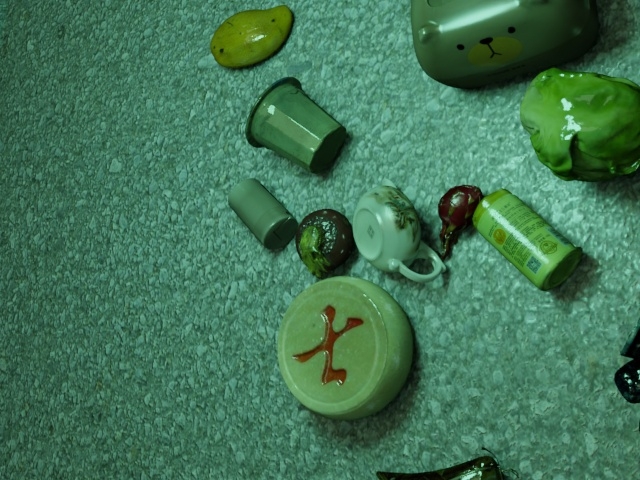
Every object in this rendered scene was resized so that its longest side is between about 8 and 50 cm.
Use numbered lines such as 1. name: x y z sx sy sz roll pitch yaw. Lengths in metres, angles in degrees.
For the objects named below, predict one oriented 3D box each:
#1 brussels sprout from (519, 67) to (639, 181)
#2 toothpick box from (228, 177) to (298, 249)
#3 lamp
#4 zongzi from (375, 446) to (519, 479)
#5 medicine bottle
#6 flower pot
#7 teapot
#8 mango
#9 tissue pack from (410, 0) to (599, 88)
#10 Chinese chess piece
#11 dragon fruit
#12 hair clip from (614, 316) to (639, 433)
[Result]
1. brussels sprout: 0.537 -0.223 1.622 0.294 0.259 0.227 29 98 32
2. toothpick box: -0.153 -0.070 2.154 0.180 0.111 0.111 46 107 32
3. lamp: 0.004 -0.003 2.018 0.156 0.135 0.157 -42 59 20
4. zongzi: 0.258 0.507 1.772 0.247 0.111 0.241 -52 51 9
5. medicine bottle: 0.431 -0.008 1.742 0.124 0.124 0.239 -52 57 15
6. flower pot: -0.050 -0.279 2.092 0.203 0.212 0.212 37 103 18
7. teapot: 0.169 -0.019 1.907 0.298 0.139 0.204 64 148 25
8. mango: -0.198 -0.573 2.281 0.262 0.109 0.157 -24 65 27
9. tissue pack: 0.385 -0.499 1.773 0.387 0.277 0.267 -10 73 31
10. Chinese chess piece: 0.058 0.253 1.930 0.338 0.141 0.337 -7 77 34
11. dragon fruit: 0.299 -0.048 1.861 0.094 0.094 0.190 42 116 32
12. hair clip: 0.664 0.222 1.503 0.206 0.194 0.310 36 100 27
